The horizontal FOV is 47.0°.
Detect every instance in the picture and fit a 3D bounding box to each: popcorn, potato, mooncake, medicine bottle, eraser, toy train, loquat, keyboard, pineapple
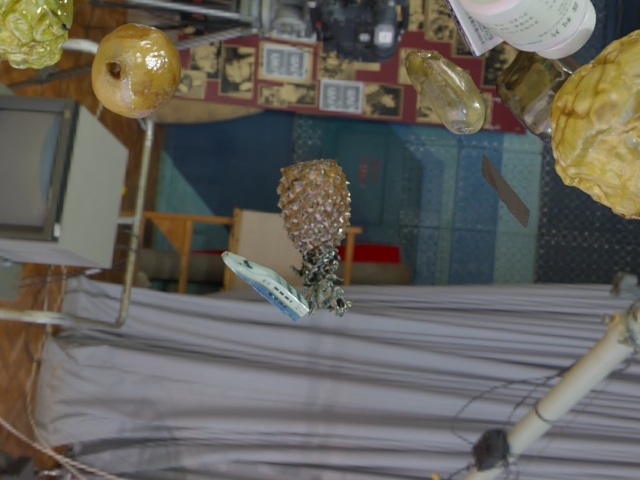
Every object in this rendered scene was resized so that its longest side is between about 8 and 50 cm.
[{"bbox_3d":[-0.488,-0.385,1.173,0.189,0.170,0.218,-99,173,-54],"label":"popcorn"},{"bbox_3d":[0.352,-0.428,2.072,0.141,0.296,0.191,-43,172,8],"label":"potato"},{"bbox_3d":[0.643,-0.225,1.383,0.353,0.390,0.344,-65,151,-13],"label":"popcorn"},{"bbox_3d":[0.549,-0.327,1.695,0.161,0.290,0.290,-49,-166,28],"label":"mooncake"},{"bbox_3d":[0.375,-0.434,1.318,0.293,0.170,0.170,12,80,-50],"label":"medicine bottle"},{"bbox_3d":[0.310,-0.561,1.640,0.287,0.086,0.130,54,15,-28],"label":"eraser"},{"bbox_3d":[-0.120,0.090,1.608,0.234,0.051,0.052,44,14,-28],"label":"toy train"},{"bbox_3d":[-0.434,-0.400,1.747,0.238,0.193,0.238,16,90,-88],"label":"loquat"},{"bbox_3d":[0.429,-0.118,1.708,0.074,0.015,0.196,85,-19,-52],"label":"keyboard"},{"bbox_3d":[0.000,0.000,1.654,0.175,0.175,0.360,-59,139,-79],"label":"pineapple"}]
